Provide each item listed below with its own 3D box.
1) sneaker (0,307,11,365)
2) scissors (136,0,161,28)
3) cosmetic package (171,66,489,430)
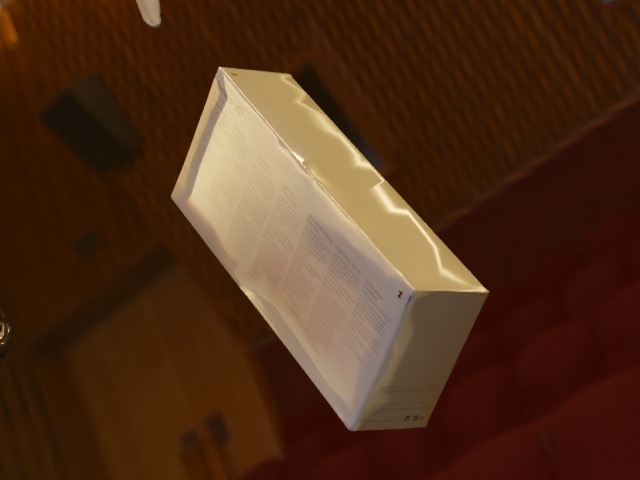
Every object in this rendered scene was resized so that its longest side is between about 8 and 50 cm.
[{"bbox_3d":[-0.246,0.058,1.082,0.109,0.130,0.286,6,18,-18],"label":"sneaker"},{"bbox_3d":[-0.111,-0.211,1.167,0.109,0.297,0.021,-19,-51,-19],"label":"scissors"},{"bbox_3d":[0.000,0.000,1.154,0.060,0.239,0.099,0,-56,-35],"label":"cosmetic package"}]
